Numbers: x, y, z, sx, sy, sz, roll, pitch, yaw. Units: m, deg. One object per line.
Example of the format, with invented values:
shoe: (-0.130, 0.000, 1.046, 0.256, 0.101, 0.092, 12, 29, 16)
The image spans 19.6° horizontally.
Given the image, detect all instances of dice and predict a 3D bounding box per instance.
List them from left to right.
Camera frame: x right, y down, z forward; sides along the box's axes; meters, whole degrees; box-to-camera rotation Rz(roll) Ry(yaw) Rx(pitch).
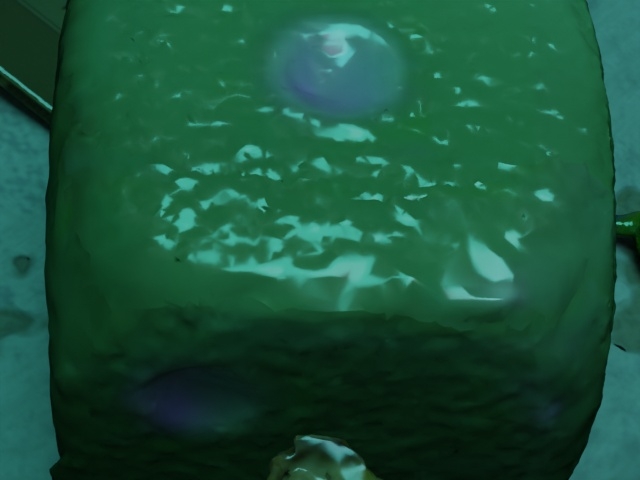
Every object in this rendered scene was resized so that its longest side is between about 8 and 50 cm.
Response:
dice: (0.000, 0.000, 1.143, 0.318, 0.330, 0.322, 2, 53, -4)

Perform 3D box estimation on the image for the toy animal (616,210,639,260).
toy animal: (0.296, 0.023, 1.355, 0.217, 0.041, 0.075, 36, 73, 15)

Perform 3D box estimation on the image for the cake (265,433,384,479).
cake: (0.067, 0.315, 0.923, 0.293, 0.307, 0.314, 11, 51, -6)

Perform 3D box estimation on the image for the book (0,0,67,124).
book: (-0.228, -0.223, 1.432, 0.310, 0.021, 0.217, 38, 55, 6)
